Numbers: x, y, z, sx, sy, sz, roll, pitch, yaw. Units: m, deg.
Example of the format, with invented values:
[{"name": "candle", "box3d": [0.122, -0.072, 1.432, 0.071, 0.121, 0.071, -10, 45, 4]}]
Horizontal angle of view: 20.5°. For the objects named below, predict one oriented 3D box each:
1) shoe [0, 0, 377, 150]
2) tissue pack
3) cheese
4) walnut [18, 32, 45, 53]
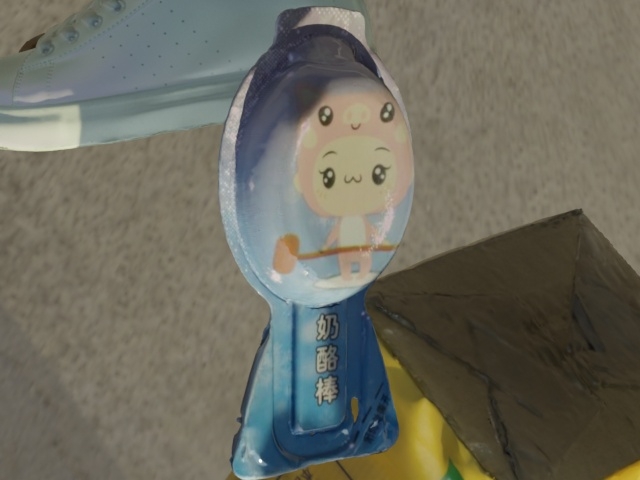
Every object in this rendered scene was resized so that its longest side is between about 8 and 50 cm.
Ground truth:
[{"name": "shoe", "box3d": [-0.137, -0.167, 1.397, 0.363, 0.132, 0.160, -6, 102, 1]}, {"name": "tissue pack", "box3d": [0.087, 0.195, 1.333, 0.228, 0.293, 0.382, 50, 130, 22]}, {"name": "cheese", "box3d": [0.000, 0.000, 0.929, 0.135, 0.052, 0.244, -5, 99, -40]}, {"name": "walnut", "box3d": [-0.265, -0.176, 1.829, 0.091, 0.121, 0.052, -6, 120, 2]}]
